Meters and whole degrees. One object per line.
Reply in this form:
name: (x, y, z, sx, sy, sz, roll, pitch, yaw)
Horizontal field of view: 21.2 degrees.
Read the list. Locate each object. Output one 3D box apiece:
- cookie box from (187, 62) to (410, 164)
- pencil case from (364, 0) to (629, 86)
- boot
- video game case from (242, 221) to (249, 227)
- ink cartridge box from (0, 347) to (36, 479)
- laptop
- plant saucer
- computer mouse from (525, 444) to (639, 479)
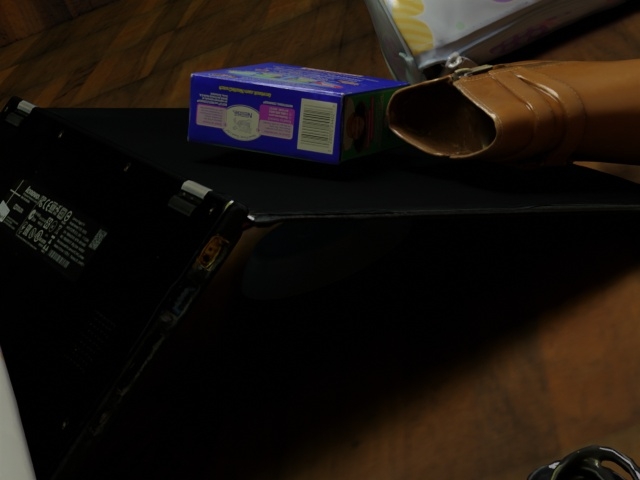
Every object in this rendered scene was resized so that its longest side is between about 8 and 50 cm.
cookie box: (-0.010, -0.072, 0.946, 0.092, 0.040, 0.107, 10, 12, 21)
pencil case: (0.167, -0.212, 1.365, 0.273, 0.113, 0.124, -26, 27, -7)
boot: (0.147, -0.066, 0.917, 0.152, 0.073, 0.197, -5, 2, -42)
video game case: (-0.117, -0.023, 1.318, 0.285, 0.025, 0.204, -25, 17, -5)
ink cartridge box: (-0.224, 0.108, 0.645, 0.226, 0.131, 0.306, -6, 27, -16)
laptop: (-0.070, 0.050, 0.989, 0.408, 0.236, 0.382, -56, 27, -5)
plant saucer: (0.000, 0.000, 1.099, 0.119, 0.021, 0.119, -22, 16, 7)
computer mouse: (0.201, 0.071, 0.558, 0.272, 0.072, 0.188, -36, 19, 2)
